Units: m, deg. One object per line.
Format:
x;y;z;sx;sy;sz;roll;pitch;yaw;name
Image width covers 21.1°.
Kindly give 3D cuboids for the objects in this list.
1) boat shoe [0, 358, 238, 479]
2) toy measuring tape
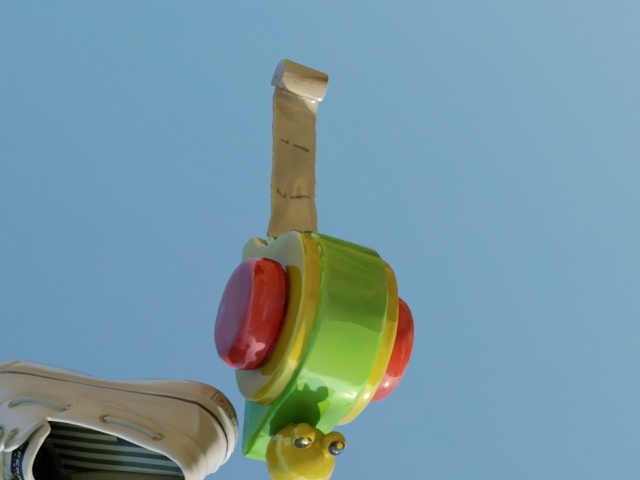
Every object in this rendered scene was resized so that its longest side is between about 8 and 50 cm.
-0.164;0.120;1.036;0.076;0.226;0.083;-50;-51;-61;boat shoe
0.000;0.000;1.071;0.121;0.121;0.330;24;-128;-29;toy measuring tape
